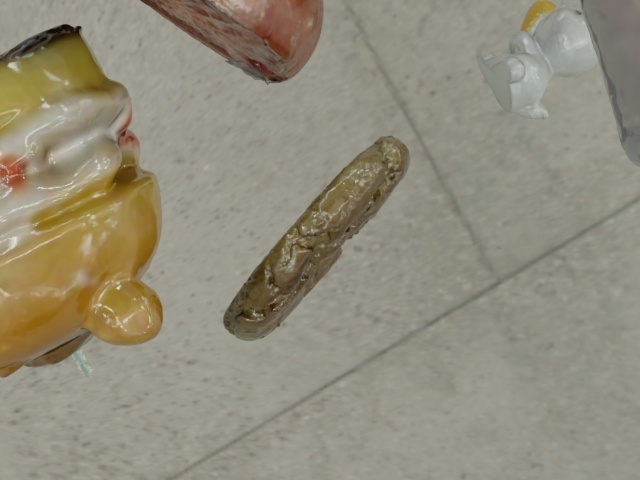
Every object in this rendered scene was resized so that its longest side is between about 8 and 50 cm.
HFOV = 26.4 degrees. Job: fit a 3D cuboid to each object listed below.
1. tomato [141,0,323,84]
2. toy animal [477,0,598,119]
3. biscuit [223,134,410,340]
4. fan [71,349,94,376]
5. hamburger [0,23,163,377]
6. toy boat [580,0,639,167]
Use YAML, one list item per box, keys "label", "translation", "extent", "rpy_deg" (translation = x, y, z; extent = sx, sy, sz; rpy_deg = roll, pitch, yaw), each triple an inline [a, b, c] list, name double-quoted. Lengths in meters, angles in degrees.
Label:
- label: "tomato"
  translation: [-0.086, -0.221, 1.098]
  extent: [0.236, 0.237, 0.095]
  rpy_deg: [35, 87, -10]
- label: "toy animal"
  translation: [0.267, -0.196, 1.450]
  extent: [0.181, 0.131, 0.127]
  rpy_deg: [-26, 101, -5]
- label: "biscuit"
  translation: [0.000, 0.000, 1.127]
  extent: [0.042, 0.226, 0.226]
  rpy_deg: [41, 72, 4]
- label: "fan"
  translation: [-0.327, 0.026, 1.522]
  extent: [0.190, 0.009, 0.329]
  rpy_deg: [-22, 116, -2]
- label: "hamburger"
  translation: [-0.242, -0.006, 1.010]
  extent: [0.276, 0.276, 0.237]
  rpy_deg: [-31, 100, -19]
- label: "toy boat"
  translation: [0.186, -0.138, 0.401]
  extent: [0.096, 0.206, 0.282]
  rpy_deg: [44, 57, -53]
